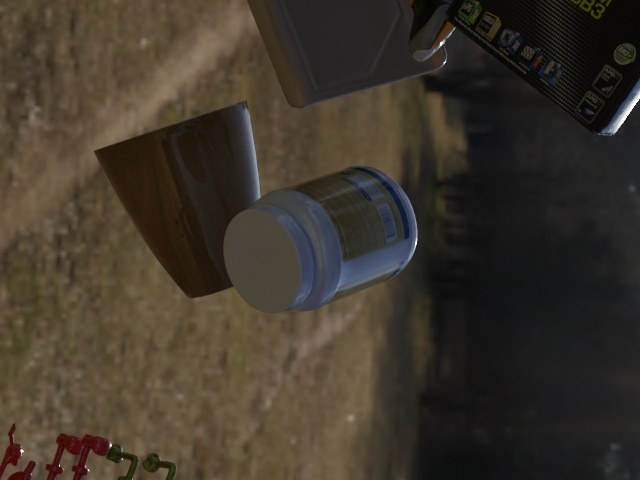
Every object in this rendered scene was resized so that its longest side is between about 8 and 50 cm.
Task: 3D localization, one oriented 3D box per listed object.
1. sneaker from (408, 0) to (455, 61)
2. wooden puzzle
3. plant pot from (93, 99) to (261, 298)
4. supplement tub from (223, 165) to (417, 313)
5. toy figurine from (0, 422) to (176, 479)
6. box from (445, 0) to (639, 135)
[{"bbox_3d":[0.123,-0.290,1.583,0.084,0.083,0.214,141,-33,-71],"label":"sneaker"},{"bbox_3d":[0.028,-0.303,2.027,0.221,0.239,0.044,69,-22,8],"label":"wooden puzzle"},{"bbox_3d":[-0.181,-0.052,2.217,0.237,0.237,0.254,-45,117,-79],"label":"plant pot"},{"bbox_3d":[0.000,0.000,1.740,0.200,0.144,0.144,-19,117,-45],"label":"supplement tub"},{"bbox_3d":[-0.236,0.359,1.839,0.217,0.363,0.191,31,68,-42],"label":"toy figurine"},{"bbox_3d":[0.227,-0.218,1.297,0.045,0.191,0.184,-5,133,-55],"label":"box"}]
